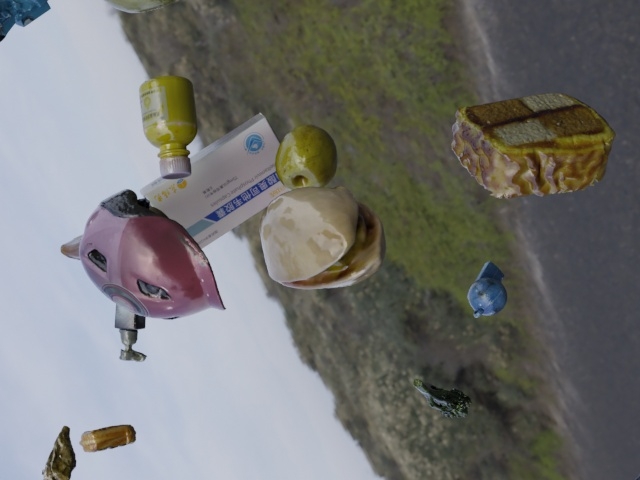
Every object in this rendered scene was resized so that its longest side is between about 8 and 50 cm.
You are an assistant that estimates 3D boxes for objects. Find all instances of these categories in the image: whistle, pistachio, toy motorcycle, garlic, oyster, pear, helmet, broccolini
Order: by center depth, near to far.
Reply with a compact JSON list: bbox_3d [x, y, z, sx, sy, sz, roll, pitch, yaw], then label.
[{"bbox_3d":[-0.302,0.268,1.174,0.051,0.034,0.093,-90,6,-78],"label":"oyster"},{"bbox_3d":[-0.278,0.039,1.563,0.253,0.154,0.198,49,162,32],"label":"helmet"},{"bbox_3d":[0.000,0.000,1.819,0.193,0.214,0.318,40,174,-23],"label":"pistachio"},{"bbox_3d":[-0.639,-0.530,2.075,0.124,0.272,0.182,24,149,43],"label":"toy motorcycle"},{"bbox_3d":[0.240,0.331,2.110,0.203,0.068,0.091,23,-164,-46],"label":"broccolini"},{"bbox_3d":[-0.416,-0.010,2.125,0.143,0.318,0.112,0,-106,-54],"label":"garlic"},{"bbox_3d":[0.366,0.107,2.161,0.090,0.158,0.090,24,147,17],"label":"whistle"},{"bbox_3d":[-0.029,-0.188,2.307,0.148,0.149,0.162,63,-146,-40],"label":"pear"}]

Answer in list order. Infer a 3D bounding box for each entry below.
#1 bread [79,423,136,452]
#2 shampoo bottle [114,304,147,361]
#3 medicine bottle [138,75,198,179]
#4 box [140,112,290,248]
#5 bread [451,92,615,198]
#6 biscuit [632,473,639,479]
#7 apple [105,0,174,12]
[{"bbox_3d":[-0.416,0.387,1.968,0.083,0.111,0.044,-26,73,57],"label":"bread"},{"bbox_3d":[-0.363,0.130,1.943,0.057,0.064,0.207,3,-90,-69],"label":"shampoo bottle"},{"bbox_3d":[-0.330,-0.244,2.213,0.122,0.122,0.212,73,-171,-82],"label":"medicine bottle"},{"bbox_3d":[-0.234,-0.129,2.405,0.200,0.343,0.065,60,172,-27],"label":"box"},{"bbox_3d":[0.326,-0.150,1.552,0.181,0.222,0.096,-118,23,-48],"label":"bread"},{"bbox_3d":[0.692,0.520,2.003,0.053,0.195,0.194,-88,-25,-58],"label":"biscuit"},{"bbox_3d":[-0.297,-0.474,1.653,0.200,0.200,0.200,62,178,3],"label":"apple"}]
